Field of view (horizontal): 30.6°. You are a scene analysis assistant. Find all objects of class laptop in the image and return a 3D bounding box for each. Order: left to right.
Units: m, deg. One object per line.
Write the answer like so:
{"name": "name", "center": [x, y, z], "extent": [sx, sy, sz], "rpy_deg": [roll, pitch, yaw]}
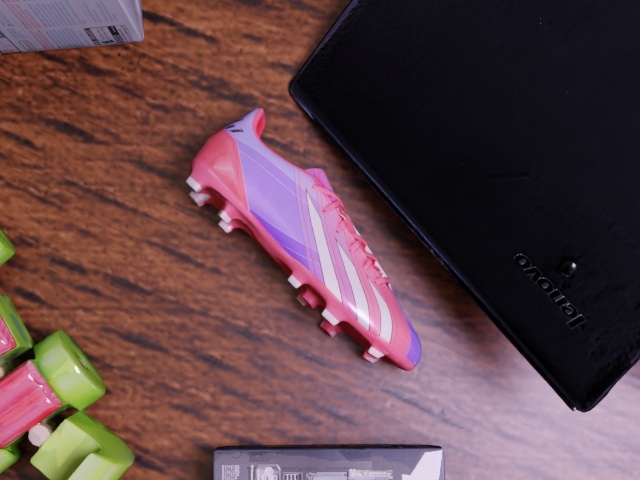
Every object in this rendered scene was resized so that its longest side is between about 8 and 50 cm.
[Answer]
{"name": "laptop", "center": [0.258, -0.146, 0.910], "extent": [0.408, 0.236, 0.382], "rpy_deg": [-21, 55, -28]}

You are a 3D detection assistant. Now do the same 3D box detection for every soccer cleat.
{"name": "soccer cleat", "center": [0.000, 0.000, 0.941], "extent": [0.248, 0.083, 0.095], "rpy_deg": [43, 80, 7]}

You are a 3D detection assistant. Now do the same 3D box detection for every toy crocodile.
{"name": "toy crocodile", "center": [-0.271, 0.069, 0.914], "extent": [0.115, 0.105, 0.340], "rpy_deg": [-36, 84, -5]}

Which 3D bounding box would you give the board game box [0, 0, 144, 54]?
{"name": "board game box", "center": [-0.302, -0.208, 0.888], "extent": [0.303, 0.224, 0.097], "rpy_deg": [-5, 84, -2]}

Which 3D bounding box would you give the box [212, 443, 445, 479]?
{"name": "box", "center": [0.007, 0.277, 0.914], "extent": [0.183, 0.059, 0.233], "rpy_deg": [-1, 82, 0]}
